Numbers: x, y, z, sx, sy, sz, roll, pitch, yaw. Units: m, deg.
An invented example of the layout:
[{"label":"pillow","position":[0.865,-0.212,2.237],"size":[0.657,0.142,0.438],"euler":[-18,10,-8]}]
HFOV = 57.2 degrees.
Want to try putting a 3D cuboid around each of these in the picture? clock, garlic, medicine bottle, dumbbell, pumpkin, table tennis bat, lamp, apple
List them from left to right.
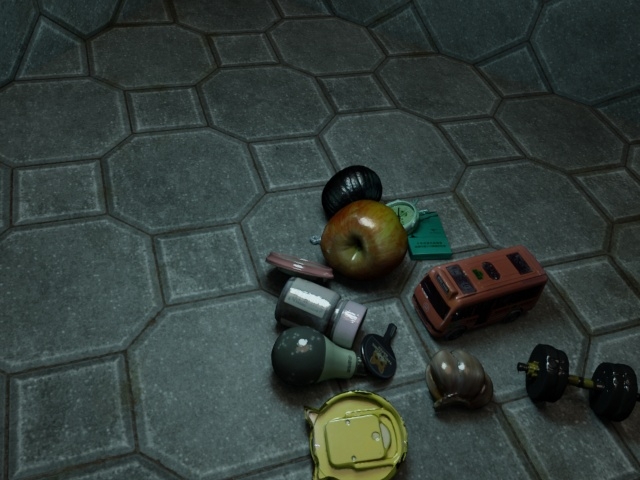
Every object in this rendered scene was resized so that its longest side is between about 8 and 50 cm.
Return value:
[{"label":"clock","position":[-0.070,0.095,2.014],"size":[0.244,0.056,0.244],"euler":[16,2,-1]},{"label":"medicine bottle","position":[0.002,0.236,1.911],"size":[0.273,0.165,0.165],"euler":[22,48,9]},{"label":"lamp","position":[0.004,0.347,1.801],"size":[0.313,0.182,0.182],"euler":[-3,48,-18]},{"label":"pumpkin","position":[0.136,-0.154,2.247],"size":[0.247,0.248,0.248],"euler":[5,47,-5]},{"label":"clock","position":[0.102,0.572,1.678],"size":[0.293,0.071,0.277],"euler":[-2,58,0]},{"label":"apple","position":[0.165,-0.002,2.087],"size":[0.301,0.302,0.302],"euler":[5,47,-5]},{"label":"table tennis bat","position":[0.200,0.349,1.900],"size":[0.150,0.027,0.236],"euler":[48,38,-7]},{"label":"clock","position":[0.312,-0.085,2.280],"size":[0.210,0.066,0.159],"euler":[-27,49,-3]},{"label":"garlic","position":[0.436,0.421,1.815],"size":[0.214,0.160,0.191],"euler":[2,52,-4]},{"label":"dumbbell","position":[0.811,0.443,1.840],"size":[0.388,0.185,0.185],"euler":[13,47,3]}]

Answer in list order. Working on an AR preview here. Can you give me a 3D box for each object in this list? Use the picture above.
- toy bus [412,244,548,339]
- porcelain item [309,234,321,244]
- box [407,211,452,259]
[{"label":"toy bus","position":[0.546,0.171,2.016],"size":[0.426,0.233,0.203],"euler":[-12,51,-21]},{"label":"porcelain item","position":[0.000,0.000,2.222],"size":[0.083,0.028,0.036],"euler":[10,49,1]},{"label":"box","position":[0.407,-0.022,2.300],"size":[0.160,0.042,0.226],"euler":[-1,48,-10]}]
